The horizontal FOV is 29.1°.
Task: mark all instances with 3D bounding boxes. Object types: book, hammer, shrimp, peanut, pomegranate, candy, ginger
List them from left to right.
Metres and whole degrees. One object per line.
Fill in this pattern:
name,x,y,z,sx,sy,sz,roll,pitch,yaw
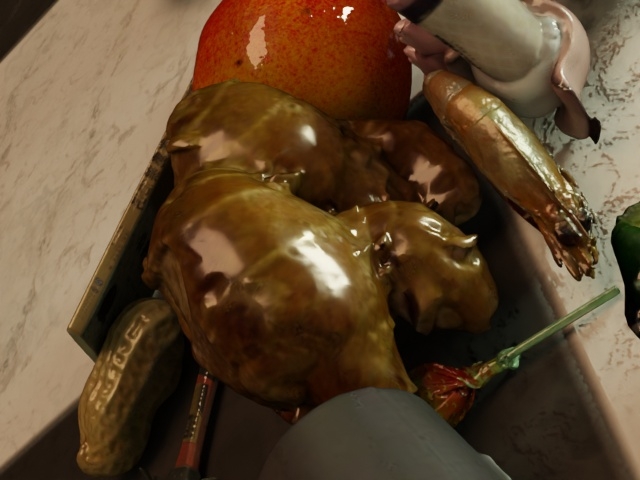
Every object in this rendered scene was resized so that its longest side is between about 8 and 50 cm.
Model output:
peanut,-0.196,0.152,1.276,0.083,0.093,0.194,19,88,25
book,-0.180,-0.014,1.342,0.217,0.021,0.310,89,-156,-73
hammer,-0.111,0.137,1.238,0.111,0.033,0.288,-19,47,41
pomegranate,-0.020,-0.145,1.217,0.221,0.221,0.257,-18,61,42
ginger,-0.003,0.008,1.002,0.357,0.274,0.152,-90,12,-48
candy,0.144,0.089,0.955,0.201,0.060,0.060,-33,39,18
shrimp,0.154,-0.048,0.996,0.053,0.133,0.236,-31,56,-12

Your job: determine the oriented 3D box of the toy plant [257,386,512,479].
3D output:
toy plant,0.114,0.253,0.730,0.279,0.185,0.400,-43,43,2

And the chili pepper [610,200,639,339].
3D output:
chili pepper,0.317,-0.028,0.795,0.264,0.116,0.148,-41,25,20

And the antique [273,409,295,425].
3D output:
antique,-0.002,0.116,1.059,0.104,0.104,0.104,-32,40,31

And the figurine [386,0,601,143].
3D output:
figurine,0.203,-0.277,1.056,0.253,0.211,0.361,79,-147,-81
